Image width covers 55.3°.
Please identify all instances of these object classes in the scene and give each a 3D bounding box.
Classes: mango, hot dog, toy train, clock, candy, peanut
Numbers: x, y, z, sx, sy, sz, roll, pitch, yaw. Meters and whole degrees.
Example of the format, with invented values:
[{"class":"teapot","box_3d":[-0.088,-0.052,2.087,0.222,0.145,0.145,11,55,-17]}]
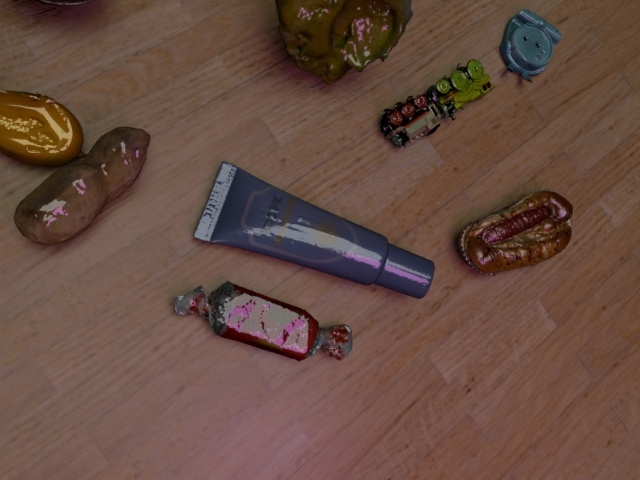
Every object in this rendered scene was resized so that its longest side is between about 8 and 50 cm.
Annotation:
[{"class":"mango","box_3d":[-0.427,-0.165,0.880,0.187,0.066,0.101,19,85,-21]},{"class":"hot dog","box_3d":[0.359,-0.011,1.117,0.252,0.069,0.131,-19,87,-19]},{"class":"toy train","box_3d":[0.212,-0.250,1.122,0.249,0.053,0.085,-34,97,-21]},{"class":"clock","box_3d":[0.412,-0.377,1.217,0.108,0.045,0.147,27,73,-11]},{"class":"candy","box_3d":[-0.084,0.127,0.949,0.292,0.059,0.086,21,77,-13]},{"class":"peanut","box_3d":[-0.333,-0.082,0.881,0.085,0.104,0.228,43,68,1]}]

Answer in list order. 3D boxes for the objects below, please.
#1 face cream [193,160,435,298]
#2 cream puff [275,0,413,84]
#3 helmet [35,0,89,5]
[{"class":"face cream","box_3d":[0.000,0.000,0.991,0.385,0.086,0.136,21,74,-9]},{"class":"cream puff","box_3d":[0.051,-0.377,0.977,0.185,0.282,0.282,36,70,10]},{"class":"helmet","box_3d":[-0.401,-0.417,0.919,0.175,0.106,0.155,13,86,-19]}]
